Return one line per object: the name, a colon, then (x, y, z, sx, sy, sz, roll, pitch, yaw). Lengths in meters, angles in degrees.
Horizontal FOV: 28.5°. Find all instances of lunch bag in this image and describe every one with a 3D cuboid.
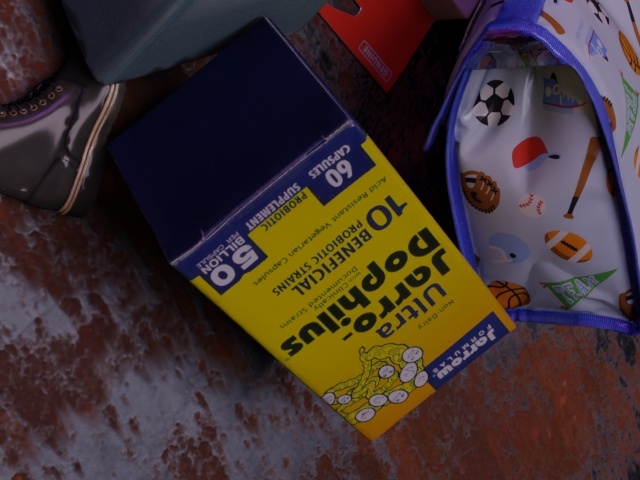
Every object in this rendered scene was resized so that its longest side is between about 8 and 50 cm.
lunch bag: (0.257, -0.147, 1.367, 0.327, 0.239, 0.385, -64, 147, -45)

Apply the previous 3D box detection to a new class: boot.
boot: (-0.256, -0.128, 1.137, 0.137, 0.077, 0.197, 11, 87, -34)

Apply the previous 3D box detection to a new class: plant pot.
plant pot: (-0.089, -0.316, 1.089, 0.248, 0.252, 0.247, -23, 89, -35)

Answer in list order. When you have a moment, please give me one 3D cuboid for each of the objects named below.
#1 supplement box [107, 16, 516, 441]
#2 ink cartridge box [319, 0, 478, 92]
supplement box: (0.000, 0.000, 1.195, 0.194, 0.195, 0.356, -39, 135, 4)
ink cartridge box: (0.075, -0.340, 1.386, 0.275, 0.060, 0.238, 45, 66, -33)
